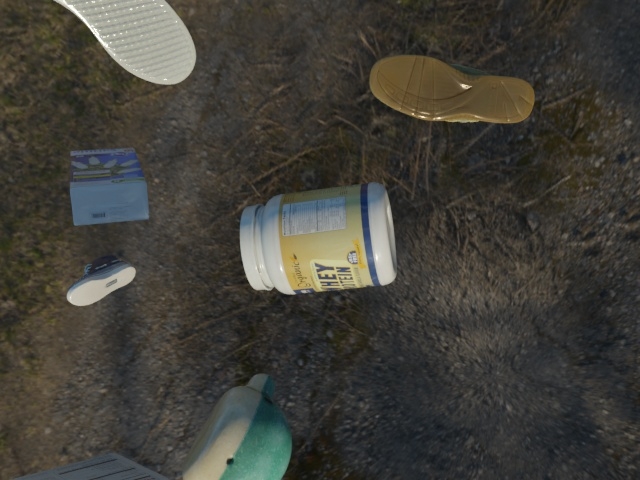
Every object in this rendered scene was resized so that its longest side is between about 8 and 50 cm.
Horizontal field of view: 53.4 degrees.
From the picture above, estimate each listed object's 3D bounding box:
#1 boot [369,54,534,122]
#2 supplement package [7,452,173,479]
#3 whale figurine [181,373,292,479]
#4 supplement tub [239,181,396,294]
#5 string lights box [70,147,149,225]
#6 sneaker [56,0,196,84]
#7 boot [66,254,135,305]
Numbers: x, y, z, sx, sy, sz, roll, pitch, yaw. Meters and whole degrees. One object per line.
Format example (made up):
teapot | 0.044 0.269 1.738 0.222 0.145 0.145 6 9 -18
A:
boot | 0.198 -0.251 1.072 0.262 0.203 0.095 5 103 -6
supplement package | -0.247 0.380 0.691 0.262 0.198 0.199 0 91 44
whale figurine | -0.121 0.321 1.021 0.141 0.272 0.216 31 85 -3
supplement tub | 0.000 0.000 1.413 0.316 0.228 0.228 -7 77 11
string lights box | -0.419 -0.112 1.251 0.133 0.260 0.077 -6 114 -19
sneaker | -0.287 -0.328 0.836 0.102 0.282 0.161 -46 36 7
boot | -0.547 0.093 1.538 0.086 0.190 0.069 26 118 25
